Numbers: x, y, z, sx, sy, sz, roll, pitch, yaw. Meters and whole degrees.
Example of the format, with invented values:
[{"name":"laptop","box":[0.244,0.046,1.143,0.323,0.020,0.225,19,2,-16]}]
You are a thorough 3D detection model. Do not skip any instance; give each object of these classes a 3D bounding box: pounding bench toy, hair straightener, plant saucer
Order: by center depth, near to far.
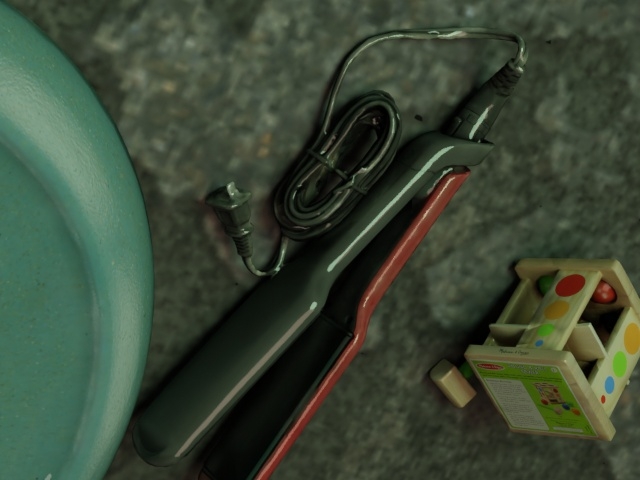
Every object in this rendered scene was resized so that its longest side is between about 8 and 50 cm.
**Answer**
[{"name":"plant saucer","box":[-0.199,0.048,0.658,0.317,0.044,0.318,-12,117,-24]},{"name":"hair straightener","box":[0.000,0.000,0.740,0.089,0.047,0.230,39,92,-32]},{"name":"pounding bench toy","box":[0.095,0.043,0.803,0.052,0.083,0.065,57,51,-33]}]
